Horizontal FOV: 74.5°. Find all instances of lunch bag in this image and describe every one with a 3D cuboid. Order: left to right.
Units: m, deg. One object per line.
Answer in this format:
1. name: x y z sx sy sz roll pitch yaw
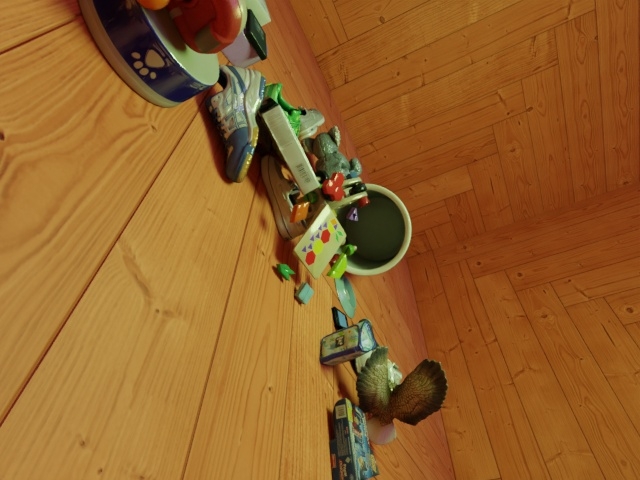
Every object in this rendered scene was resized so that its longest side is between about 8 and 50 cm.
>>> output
1. lunch bag: 0.074 0.296 1.185 0.096 0.128 0.151 65 18 1

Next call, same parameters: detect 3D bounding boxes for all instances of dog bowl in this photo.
1. dog bowl: -0.309 -0.398 0.795 0.265 0.104 0.265 -20 90 -74

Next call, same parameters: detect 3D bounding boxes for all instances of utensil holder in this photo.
1. utensil holder: 0.200 -0.044 1.673 0.385 0.327 0.328 -10 80 -77

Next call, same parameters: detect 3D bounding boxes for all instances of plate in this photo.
1. plate: 0.101 0.198 1.579 0.188 0.024 0.188 -19 90 -74

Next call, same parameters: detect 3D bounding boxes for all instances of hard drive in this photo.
1. hard drive: -0.193 -0.618 1.263 0.094 0.022 0.135 51 25 -49

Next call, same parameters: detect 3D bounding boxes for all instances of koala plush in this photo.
1. koala plush: 0.035 -0.344 1.725 0.203 0.196 0.222 -30 103 -64

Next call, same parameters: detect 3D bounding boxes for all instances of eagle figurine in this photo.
1. eagle figurine: 0.214 0.452 1.257 0.225 0.226 0.298 55 -23 24

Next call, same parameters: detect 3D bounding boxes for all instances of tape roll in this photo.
1. tape roll: -0.268 -0.678 1.290 0.275 0.090 0.275 -20 90 -75

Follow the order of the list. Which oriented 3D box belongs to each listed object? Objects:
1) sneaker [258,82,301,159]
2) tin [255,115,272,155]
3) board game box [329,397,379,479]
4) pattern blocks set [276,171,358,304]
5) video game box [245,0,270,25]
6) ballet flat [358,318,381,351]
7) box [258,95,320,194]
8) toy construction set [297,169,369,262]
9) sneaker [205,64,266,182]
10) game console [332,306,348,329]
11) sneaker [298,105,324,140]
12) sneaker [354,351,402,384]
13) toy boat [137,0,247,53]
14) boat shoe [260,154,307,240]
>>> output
1. sneaker: -0.112 -0.370 1.373 0.109 0.123 0.296 -80 147 -61
2. tin: -0.196 -0.327 1.211 0.190 0.040 0.106 52 20 -47
3. board game box: 0.087 0.533 1.077 0.194 0.060 0.194 55 22 -45
4. pattern blocks set: 0.000 0.000 1.160 0.325 0.026 0.286 -48 131 -30
5. video game box: -0.236 -0.808 1.301 0.205 0.048 0.187 27 47 -68
6. ballet flat: 0.174 0.381 1.545 0.074 0.074 0.203 -79 151 -61
7. box: -0.101 -0.281 1.190 0.233 0.058 0.322 62 -1 -26
8. toy construction set: 0.000 -0.072 1.311 0.237 0.257 0.309 -15 101 -58
9. sneaker: -0.215 -0.280 1.006 0.112 0.130 0.297 143 -47 -62
10. game console: 0.098 0.275 1.394 0.122 0.071 0.108 47 28 -55
11. sneaker: -0.055 -0.521 1.769 0.281 0.105 0.115 -80 146 -59
12. sneaker: 0.202 0.441 1.438 0.297 0.129 0.111 60 21 -28
13. toy boat: -0.236 -0.415 0.674 0.151 0.150 0.231 -45 117 -40
14. boat shoe: -0.098 -0.132 1.209 0.095 0.084 0.258 -1 72 -73
